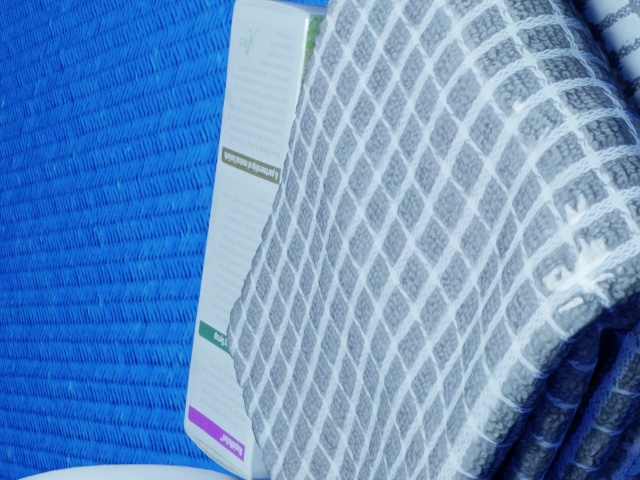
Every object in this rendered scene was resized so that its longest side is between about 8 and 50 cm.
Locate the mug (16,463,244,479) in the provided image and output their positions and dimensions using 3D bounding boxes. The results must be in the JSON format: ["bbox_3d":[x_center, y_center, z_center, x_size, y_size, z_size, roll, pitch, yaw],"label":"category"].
[{"bbox_3d":[-0.142,0.289,0.889,0.276,0.374,0.328,110,159,-61],"label":"mug"}]

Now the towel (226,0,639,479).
[{"bbox_3d":[0.055,0.033,0.700,0.235,0.121,0.283,-113,36,-44],"label":"towel"}]

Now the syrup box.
[{"bbox_3d":[0.000,0.000,0.941,0.096,0.093,0.237,26,110,62],"label":"syrup box"}]
